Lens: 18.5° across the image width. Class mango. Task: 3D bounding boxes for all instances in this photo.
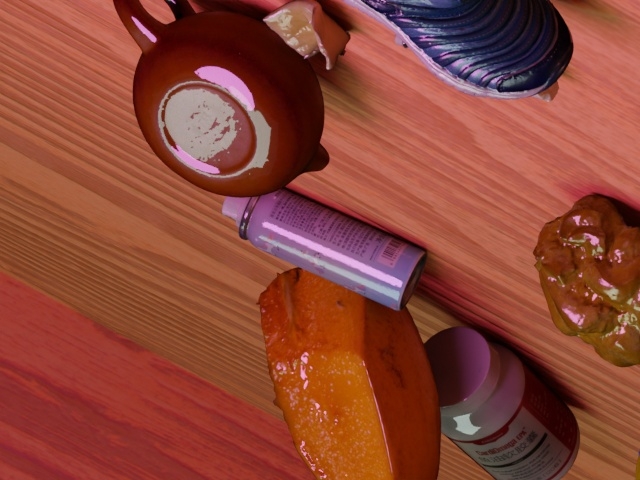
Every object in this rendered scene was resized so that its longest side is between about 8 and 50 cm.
[{"bbox_3d":[0.043,0.167,2.219,0.199,0.350,0.201,-10,153,-26],"label":"mango"}]

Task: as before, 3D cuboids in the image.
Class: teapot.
[{"bbox_3d":[-0.088,-0.146,1.750,0.178,0.135,0.252,-34,102,36],"label":"teapot"}]

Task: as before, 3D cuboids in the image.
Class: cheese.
[{"bbox_3d":[-0.002,-0.174,1.636,0.060,0.041,0.084,44,175,-29],"label":"cheese"}]

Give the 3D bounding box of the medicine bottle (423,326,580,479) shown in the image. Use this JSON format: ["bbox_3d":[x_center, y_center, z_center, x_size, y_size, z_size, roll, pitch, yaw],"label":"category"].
[{"bbox_3d":[0.213,0.206,2.383,0.131,0.131,0.250,15,162,39],"label":"medicine bottle"}]

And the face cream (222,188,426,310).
[{"bbox_3d":[0.000,0.000,2.166,0.229,0.075,0.075,25,165,13],"label":"face cream"}]

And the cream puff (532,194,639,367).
[{"bbox_3d":[0.253,0.037,1.749,0.156,0.121,0.156,29,171,5],"label":"cream puff"}]

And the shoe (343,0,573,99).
[{"bbox_3d":[0.087,-0.175,1.366,0.207,0.091,0.106,33,170,-9],"label":"shoe"}]

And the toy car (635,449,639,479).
[{"bbox_3d":[0.443,0.252,1.995,0.248,0.200,0.142,32,164,-29],"label":"toy car"}]

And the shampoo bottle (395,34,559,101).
[{"bbox_3d":[0.119,-0.145,1.536,0.141,0.034,0.049,19,171,30],"label":"shampoo bottle"}]
